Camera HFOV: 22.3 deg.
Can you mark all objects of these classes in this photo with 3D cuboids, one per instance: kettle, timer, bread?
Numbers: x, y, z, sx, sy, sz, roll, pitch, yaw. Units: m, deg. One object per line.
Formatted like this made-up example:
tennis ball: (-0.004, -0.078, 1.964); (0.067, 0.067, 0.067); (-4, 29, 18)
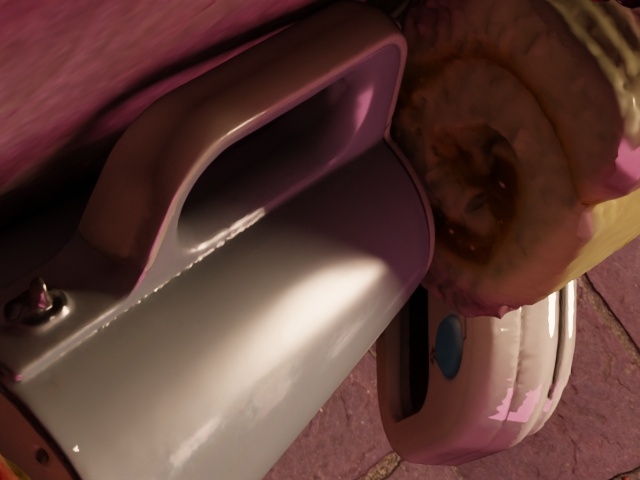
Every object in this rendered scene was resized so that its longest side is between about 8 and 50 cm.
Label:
kettle: (-0.060, 0.016, 0.661); (0.243, 0.160, 0.210); (-41, 152, -38)
timer: (0.103, 0.019, 1.120); (0.087, 0.262, 0.237); (4, 166, -12)
bread: (0.171, -0.109, 0.794); (0.338, 0.155, 0.187); (-30, 164, -35)

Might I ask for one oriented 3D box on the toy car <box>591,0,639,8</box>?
toy car: (0.253, -0.126, 0.526); (0.341, 0.240, 0.271); (-35, 180, 17)

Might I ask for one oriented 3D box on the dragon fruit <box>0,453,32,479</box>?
dragon fruit: (-0.160, 0.161, 0.463); (0.244, 0.244, 0.299); (-36, 138, 11)
